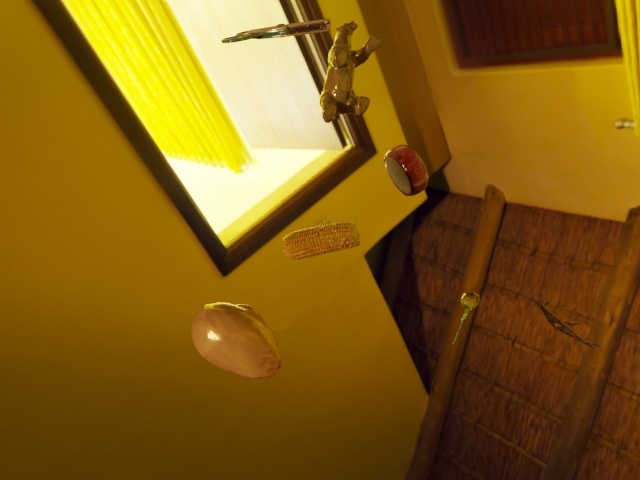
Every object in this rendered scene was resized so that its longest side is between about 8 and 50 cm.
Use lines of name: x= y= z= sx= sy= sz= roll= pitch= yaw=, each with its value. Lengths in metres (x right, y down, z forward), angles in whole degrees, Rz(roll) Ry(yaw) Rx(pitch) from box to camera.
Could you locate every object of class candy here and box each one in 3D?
candy: x=0.165 y=-0.135 z=0.926 sx=0.043 sy=0.103 sz=0.103 roll=-33 pitch=-149 yaw=-11
candy: x=0.281 y=0.155 z=0.943 sx=0.035 sy=0.123 sz=0.035 roll=15 pitch=-161 yaw=6

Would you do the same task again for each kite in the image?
kite: x=0.637 y=0.220 z=1.254 sx=0.183 sy=0.160 sz=0.010 roll=43 pitch=-95 yaw=15

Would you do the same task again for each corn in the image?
corn: x=0.000 y=0.000 z=1.508 sx=0.244 sy=0.093 sz=0.093 roll=-12 pitch=-147 yaw=10

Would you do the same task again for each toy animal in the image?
toy animal: x=0.046 y=-0.348 z=0.985 sx=0.103 sy=0.219 sz=0.101 roll=4 pitch=-167 yaw=-26

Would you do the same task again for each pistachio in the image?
pistachio: x=-0.258 y=0.315 z=1.505 sx=0.318 sy=0.193 sz=0.214 roll=35 pitch=-117 yaw=15

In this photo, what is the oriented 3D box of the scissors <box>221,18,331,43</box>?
scissors: x=-0.044 y=-0.219 z=0.501 sx=0.119 sy=0.014 sz=0.058 roll=3 pitch=-148 yaw=22
